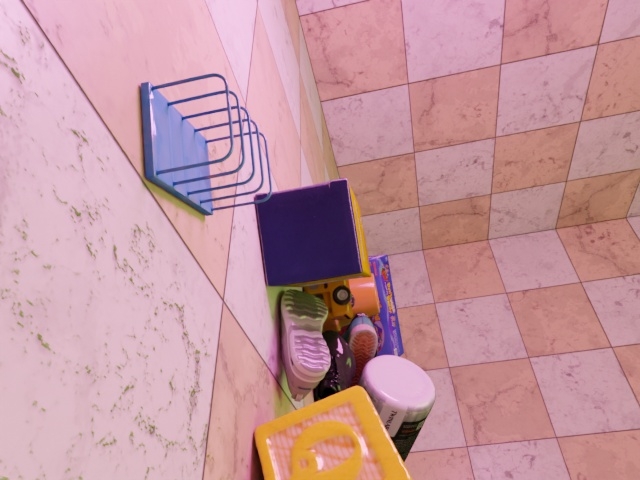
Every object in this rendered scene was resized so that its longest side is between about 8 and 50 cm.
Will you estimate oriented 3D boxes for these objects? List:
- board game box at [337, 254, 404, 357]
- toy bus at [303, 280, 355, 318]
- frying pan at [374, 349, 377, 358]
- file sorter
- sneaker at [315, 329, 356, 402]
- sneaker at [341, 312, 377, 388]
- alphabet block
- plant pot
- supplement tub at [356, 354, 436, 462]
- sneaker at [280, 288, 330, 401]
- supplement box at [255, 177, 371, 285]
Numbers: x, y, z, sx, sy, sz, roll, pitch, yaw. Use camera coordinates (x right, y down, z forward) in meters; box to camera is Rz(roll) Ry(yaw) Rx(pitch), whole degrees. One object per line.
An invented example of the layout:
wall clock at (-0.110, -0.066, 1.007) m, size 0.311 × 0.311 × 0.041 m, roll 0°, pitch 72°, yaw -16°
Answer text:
board game box at (0.140, 0.232, 1.663) m, size 0.078 × 0.234 × 0.346 m, roll -17°, pitch 99°, yaw -54°
toy bus at (0.014, 0.059, 1.370) m, size 0.108 × 0.130 × 0.332 m, roll 60°, pitch 22°, yaw -71°
frying pan at (0.129, 0.436, 1.576) m, size 0.197 × 0.053 × 0.325 m, roll -112°, pitch -144°, yaw -65°
file sorter at (-0.136, -0.117, 0.617) m, size 0.170 × 0.105 × 0.118 m, roll 48°, pitch 32°, yaw -75°
sneaker at (0.034, 0.365, 1.273) m, size 0.130 × 0.109 × 0.286 m, roll 58°, pitch 21°, yaw -54°
sneaker at (0.101, 0.357, 1.453) m, size 0.121 × 0.108 × 0.301 m, roll -88°, pitch -167°, yaw -66°
alphabet block at (0.028, 0.380, 0.733) m, size 0.193 × 0.193 × 0.197 m, roll -126°, pitch -161°, yaw -55°
plant pot at (0.085, 0.180, 1.519) m, size 0.205 × 0.188 × 0.204 m, roll -9°, pitch 90°, yaw -82°
supplement tub at (0.171, 0.509, 1.353) m, size 0.207 × 0.207 × 0.337 m, roll -82°, pitch -172°, yaw -65°
sneaker at (-0.050, 0.203, 1.001) m, size 0.281 × 0.105 × 0.115 m, roll -93°, pitch -156°, yaw -62°
supplement box at (0.000, 0.000, 1.117) m, size 0.356 × 0.194 × 0.195 m, roll 35°, pitch 46°, yaw -80°
